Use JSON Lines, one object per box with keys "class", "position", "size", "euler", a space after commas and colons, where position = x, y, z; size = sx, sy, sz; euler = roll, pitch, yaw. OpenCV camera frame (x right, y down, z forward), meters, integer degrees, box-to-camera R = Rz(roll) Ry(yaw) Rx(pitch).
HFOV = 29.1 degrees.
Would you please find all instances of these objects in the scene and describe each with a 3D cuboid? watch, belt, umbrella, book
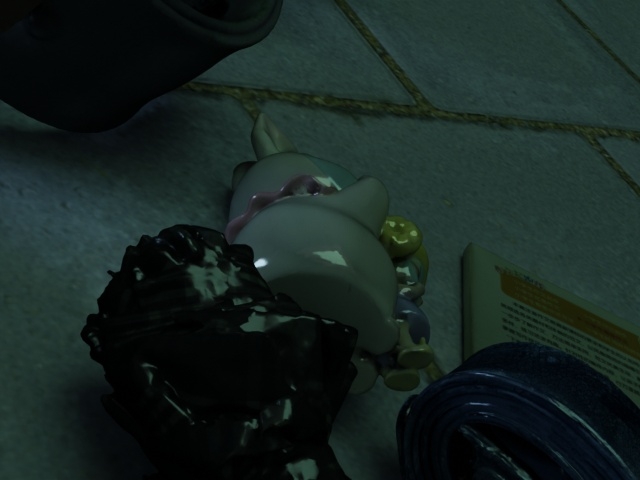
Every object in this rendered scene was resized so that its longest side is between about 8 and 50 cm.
{"class": "watch", "position": [-0.183, -0.264, 0.889], "size": [0.327, 0.314, 0.335], "euler": [3, 65, -61]}
{"class": "belt", "position": [0.132, 0.150, 0.744], "size": [0.190, 0.141, 0.082], "euler": [47, 32, 14]}
{"class": "umbrella", "position": [-0.001, 0.135, 0.633], "size": [0.128, 0.154, 0.336], "euler": [-19, 56, -36]}
{"class": "book", "position": [0.202, 0.128, 0.955], "size": [0.208, 0.020, 0.295], "euler": [26, 31, -10]}

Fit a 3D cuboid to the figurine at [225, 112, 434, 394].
{"class": "figurine", "position": [0.000, 0.000, 0.858], "size": [0.155, 0.127, 0.235], "euler": [8, 32, -4]}
